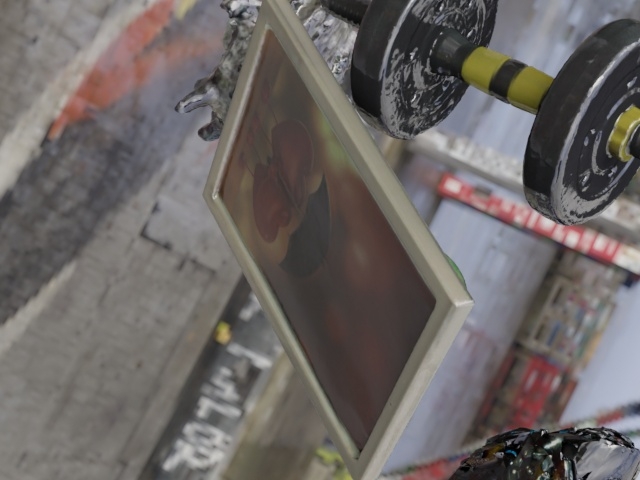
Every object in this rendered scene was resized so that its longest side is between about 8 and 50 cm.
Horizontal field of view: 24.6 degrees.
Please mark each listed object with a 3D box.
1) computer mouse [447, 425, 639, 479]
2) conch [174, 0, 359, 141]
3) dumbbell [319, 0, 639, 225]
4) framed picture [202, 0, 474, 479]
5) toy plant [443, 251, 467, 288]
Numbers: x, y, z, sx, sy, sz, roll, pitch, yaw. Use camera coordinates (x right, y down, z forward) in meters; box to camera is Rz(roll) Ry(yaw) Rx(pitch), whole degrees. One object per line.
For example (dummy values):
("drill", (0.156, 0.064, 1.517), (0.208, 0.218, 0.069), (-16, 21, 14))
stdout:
("computer mouse", (0.199, 0.238, 1.367), (0.242, 0.146, 0.077), (-30, -140, 42))
("conch", (-0.033, -0.190, 1.573), (0.313, 0.186, 0.240), (62, 44, -56))
("dumbbell", (0.129, -0.108, 0.995), (0.143, 0.325, 0.143), (-39, 145, -34))
("framed picture", (0.000, 0.000, 1.039), (0.020, 0.289, 0.211), (-11, 144, -28))
("toy plant", (0.062, 0.075, 1.438), (0.162, 0.093, 0.093), (-39, 177, 23))
